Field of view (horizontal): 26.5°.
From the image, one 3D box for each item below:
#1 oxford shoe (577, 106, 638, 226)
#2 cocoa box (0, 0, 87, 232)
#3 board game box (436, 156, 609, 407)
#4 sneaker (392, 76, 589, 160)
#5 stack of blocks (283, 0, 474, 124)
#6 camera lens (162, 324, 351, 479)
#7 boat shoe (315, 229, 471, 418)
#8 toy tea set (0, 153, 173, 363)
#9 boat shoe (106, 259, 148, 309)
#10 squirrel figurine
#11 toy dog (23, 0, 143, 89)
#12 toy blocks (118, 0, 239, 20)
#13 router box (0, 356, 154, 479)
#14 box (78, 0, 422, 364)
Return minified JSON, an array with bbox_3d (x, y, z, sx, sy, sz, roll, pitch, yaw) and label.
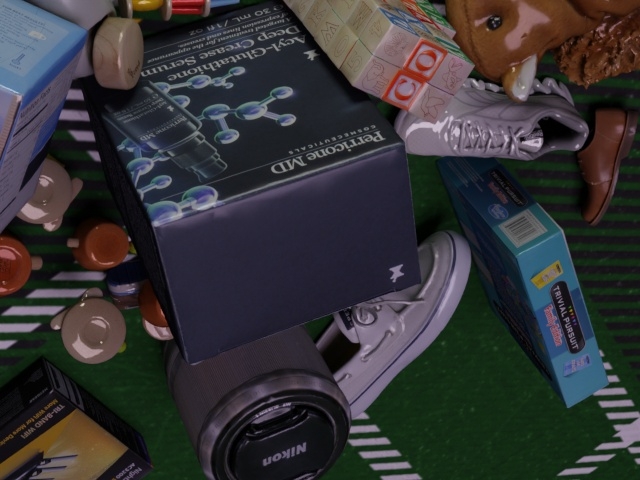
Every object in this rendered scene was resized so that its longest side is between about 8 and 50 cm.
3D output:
[{"bbox_3d":[0.424,-0.116,2.079,0.076,0.076,0.212,11,126,4],"label":"oxford shoe"},{"bbox_3d":[-0.462,-0.166,1.427,0.347,0.231,0.228,24,117,-3],"label":"cocoa box"},{"bbox_3d":[0.301,0.049,2.007,0.079,0.254,0.336,-29,131,-3],"label":"board game box"},{"bbox_3d":[0.243,-0.163,1.917,0.292,0.118,0.110,-8,128,-17],"label":"sneaker"},{"bbox_3d":[0.072,-0.259,1.647,0.171,0.297,0.087,20,113,-33],"label":"stack of blocks"},{"bbox_3d":[-0.095,0.214,1.930,0.219,0.274,0.219,-12,128,-17],"label":"camera lens"},{"bbox_3d":[0.068,0.114,2.040,0.156,0.136,0.367,21,123,-31],"label":"boat shoe"},{"bbox_3d":[-0.326,0.045,1.797,0.336,0.124,0.200,40,76,-20],"label":"toy tea set"},{"bbox_3d":[-0.207,0.056,1.908,0.183,0.066,0.066,-8,132,-7],"label":"boat shoe"},{"bbox_3d":[0.352,-0.322,1.739,0.370,0.281,0.397,-45,134,5],"label":"squirrel figurine"},{"bbox_3d":[-0.283,-0.318,1.537,0.220,0.161,0.334,17,129,-5],"label":"toy dog"},{"bbox_3d":[-0.169,-0.327,1.647,0.148,0.054,0.123,-9,127,-19],"label":"toy blocks"},{"bbox_3d":[-0.440,0.345,1.994,0.309,0.081,0.243,-38,131,5],"label":"router box"},{"bbox_3d":[-0.095,-0.087,1.631,0.293,0.395,0.212,-19,130,-12],"label":"box"}]
